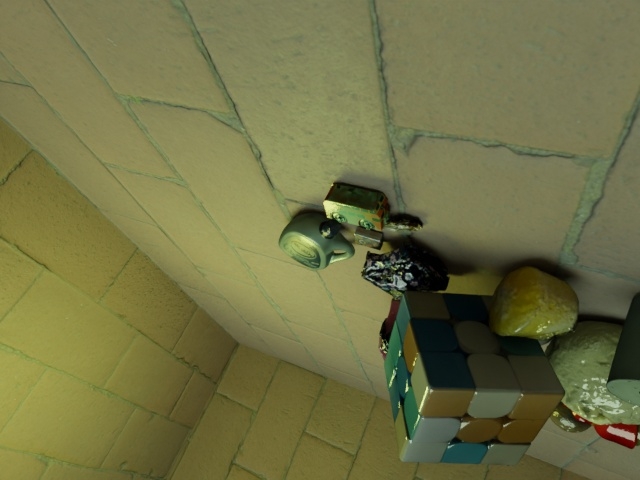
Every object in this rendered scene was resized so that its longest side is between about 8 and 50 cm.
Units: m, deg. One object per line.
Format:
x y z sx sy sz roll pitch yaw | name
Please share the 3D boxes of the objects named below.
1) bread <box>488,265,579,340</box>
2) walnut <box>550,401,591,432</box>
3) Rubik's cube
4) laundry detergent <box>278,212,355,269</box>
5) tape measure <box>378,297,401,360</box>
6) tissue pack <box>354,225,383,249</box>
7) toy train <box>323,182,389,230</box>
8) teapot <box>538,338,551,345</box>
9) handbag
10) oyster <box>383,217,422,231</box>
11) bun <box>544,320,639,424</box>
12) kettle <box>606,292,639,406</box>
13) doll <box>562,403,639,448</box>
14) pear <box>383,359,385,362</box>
0.531 0.167 1.176 0.171 0.197 0.197 19 155 -4 | bread
0.974 0.677 1.814 0.162 0.140 0.140 -4 145 22 | walnut
0.391 0.379 1.298 0.347 0.346 0.344 4 125 -7 | Rubik's cube
0.000 0.000 1.459 0.215 0.105 0.280 34 152 -16 | laundry detergent
0.319 0.355 1.703 0.149 0.231 0.245 -4 145 47 | tape measure
0.145 -0.006 1.390 0.083 0.035 0.063 16 153 16 | tissue pack
0.091 -0.089 1.235 0.188 0.072 0.099 15 154 21 | toy train
0.634 0.276 1.415 0.145 0.092 0.226 5 151 39 | teapot
0.259 0.100 1.379 0.208 0.126 0.229 -12 144 44 | handbag
0.207 -0.046 1.250 0.132 0.029 0.086 12 169 3 | oyster
0.807 0.388 1.301 0.353 0.227 0.349 1 143 40 | bun
0.772 0.258 1.066 0.160 0.243 0.210 4 145 41 | kettle
1.047 0.629 1.618 0.363 0.160 0.182 12 159 28 | doll
0.402 0.461 1.908 0.267 0.267 0.178 22 123 8 | pear
